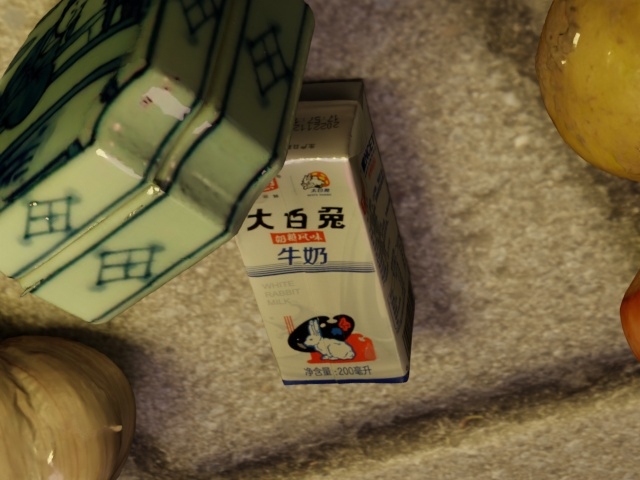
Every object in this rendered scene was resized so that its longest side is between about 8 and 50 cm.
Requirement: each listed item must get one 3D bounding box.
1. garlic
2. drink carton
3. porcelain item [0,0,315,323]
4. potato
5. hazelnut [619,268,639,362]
[{"bbox_3d":[-0.333,0.211,1.926,0.322,0.322,0.241,-29,108,36],"label":"garlic"},{"bbox_3d":[0.000,0.000,1.745,0.130,0.106,0.315,-3,138,12],"label":"drink carton"},{"bbox_3d":[-0.154,-0.098,1.525,0.157,0.286,0.281,36,134,-27],"label":"porcelain item"},{"bbox_3d":[0.281,-0.151,1.442,0.266,0.229,0.229,-27,128,30],"label":"potato"},{"bbox_3d":[0.363,0.067,1.714,0.182,0.182,0.182,5,139,5],"label":"hazelnut"}]
